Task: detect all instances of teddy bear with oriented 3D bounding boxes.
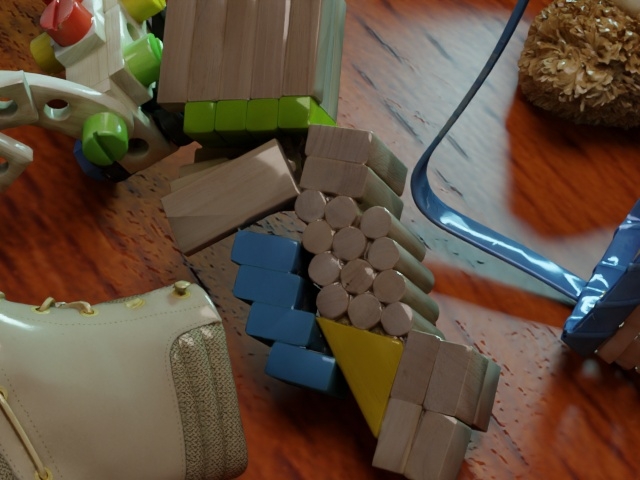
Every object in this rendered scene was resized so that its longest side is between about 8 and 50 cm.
[{"bbox_3d":[0.320,-0.126,1.348,0.338,0.113,0.245,25,42,12],"label":"teddy bear"}]

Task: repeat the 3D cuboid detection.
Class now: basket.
[{"bbox_3d":[0.225,-0.046,1.138,0.289,0.255,0.201,34,39,8],"label":"basket"}]

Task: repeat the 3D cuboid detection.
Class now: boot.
[{"bbox_3d":[-0.168,0.045,1.022,0.203,0.095,0.262,-19,76,-31],"label":"boot"}]

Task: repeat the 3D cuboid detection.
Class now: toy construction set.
[{"bbox_3d":[-0.178,-0.157,1.199,0.151,0.215,0.327,-17,47,28],"label":"toy construction set"}]

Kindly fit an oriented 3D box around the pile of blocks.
[{"bbox_3d":[0.000,0.000,1.140,0.149,0.112,0.362,-24,70,11],"label":"pile of blocks"}]
